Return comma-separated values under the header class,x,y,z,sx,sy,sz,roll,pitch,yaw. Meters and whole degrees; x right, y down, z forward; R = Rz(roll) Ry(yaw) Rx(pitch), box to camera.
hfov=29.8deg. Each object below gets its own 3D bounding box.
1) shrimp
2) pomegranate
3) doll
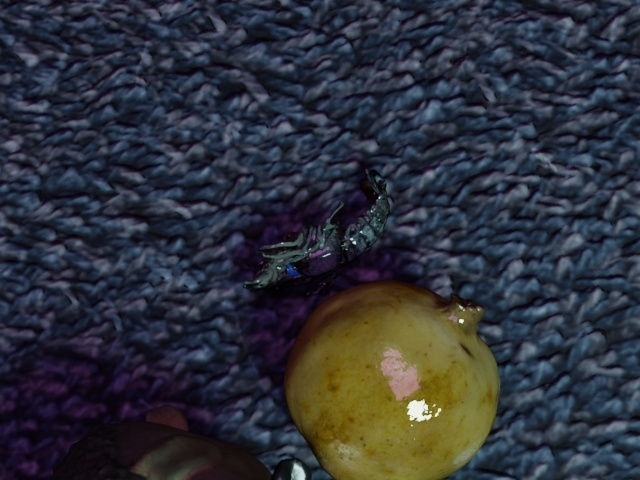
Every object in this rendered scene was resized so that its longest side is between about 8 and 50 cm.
class,x,y,z,sx,sy,sz,roll,pitch,yaw
shrimp,0.004,0.002,1.119,0.174,0.082,0.076,-37,69,-15
pomegranate,0.067,0.115,1.028,0.196,0.196,0.196,-1,73,4
doll,-0.097,0.261,0.911,0.247,0.349,0.247,-2,103,-9
